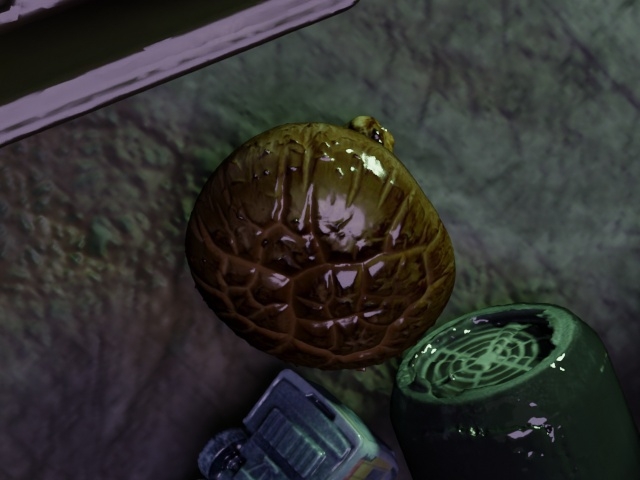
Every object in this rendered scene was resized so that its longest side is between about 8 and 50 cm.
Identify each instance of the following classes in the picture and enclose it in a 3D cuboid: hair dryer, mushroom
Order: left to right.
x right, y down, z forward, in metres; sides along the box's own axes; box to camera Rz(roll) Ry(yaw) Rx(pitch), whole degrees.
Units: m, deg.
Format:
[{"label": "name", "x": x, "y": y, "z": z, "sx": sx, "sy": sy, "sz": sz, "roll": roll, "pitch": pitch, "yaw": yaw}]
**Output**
[{"label": "mushroom", "x": 0.002, "y": 0.004, "z": 0.779, "sx": 0.109, "sy": 0.085, "sz": 0.126, "roll": -43, "pitch": 123, "yaw": 2}, {"label": "hair dryer", "x": 0.148, "y": 0.152, "z": 0.720, "sx": 0.107, "sy": 0.352, "sz": 0.189, "roll": -28, "pitch": 111, "yaw": -13}]

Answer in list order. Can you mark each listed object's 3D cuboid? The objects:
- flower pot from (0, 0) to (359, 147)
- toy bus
[{"label": "flower pot", "x": -0.105, "y": -0.146, "z": 0.705, "sx": 0.251, "sy": 0.084, "sz": 0.178, "roll": -22, "pitch": 112, "yaw": -5}, {"label": "toy bus", "x": -0.042, "y": 0.150, "z": 0.824, "sx": 0.190, "sy": 0.064, "sz": 0.075, "roll": -52, "pitch": 148, "yaw": 7}]
